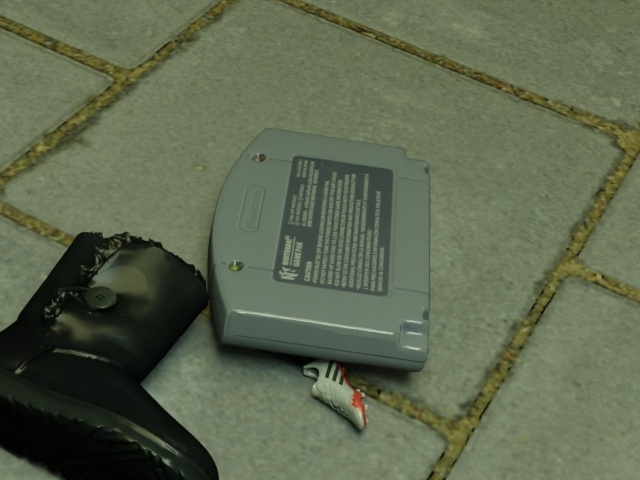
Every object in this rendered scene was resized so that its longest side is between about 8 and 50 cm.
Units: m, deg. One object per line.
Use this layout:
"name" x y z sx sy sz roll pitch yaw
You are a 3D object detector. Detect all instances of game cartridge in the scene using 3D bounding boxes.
"game cartridge" 0.000 0.000 1.150 0.196 0.060 0.294 12 35 -3

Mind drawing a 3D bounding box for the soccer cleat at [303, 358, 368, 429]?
"soccer cleat" 0.013 0.126 1.046 0.036 0.029 0.083 -16 43 -15

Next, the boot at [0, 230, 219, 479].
"boot" -0.142 0.093 0.998 0.247 0.094 0.207 20 45 21
